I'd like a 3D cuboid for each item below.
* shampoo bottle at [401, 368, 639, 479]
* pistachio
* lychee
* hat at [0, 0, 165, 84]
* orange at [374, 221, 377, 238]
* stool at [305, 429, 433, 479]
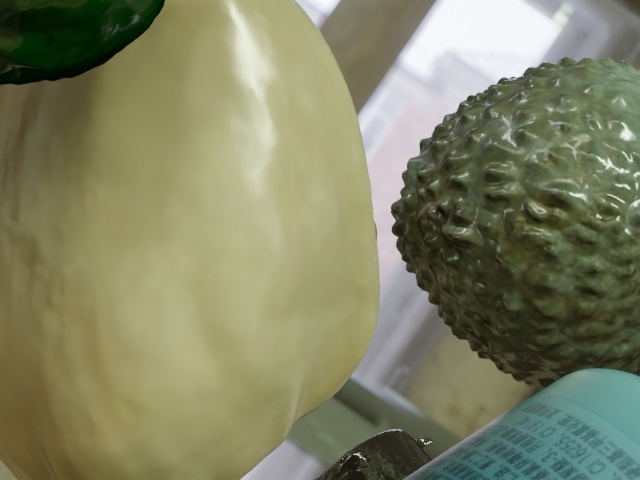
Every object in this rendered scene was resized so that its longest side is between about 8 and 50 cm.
[{"bbox_3d":[0.080,0.276,0.830,0.331,0.342,0.331,52,-14,19],"label":"shampoo bottle"},{"bbox_3d":[-0.079,-0.008,0.918,0.214,0.318,0.193,1,7,-7],"label":"pistachio"},{"bbox_3d":[0.191,-0.012,1.362,0.274,0.255,0.255,11,-18,44],"label":"lychee"},{"bbox_3d":[-0.268,-0.140,0.714,0.400,0.285,0.285,-2,-7,6],"label":"hat"},{"bbox_3d":[0.000,-0.001,1.325,0.083,0.083,0.083,34,-2,2],"label":"orange"},{"bbox_3d":[0.037,0.262,1.726,0.121,0.217,0.125,55,-27,23],"label":"stool"}]
